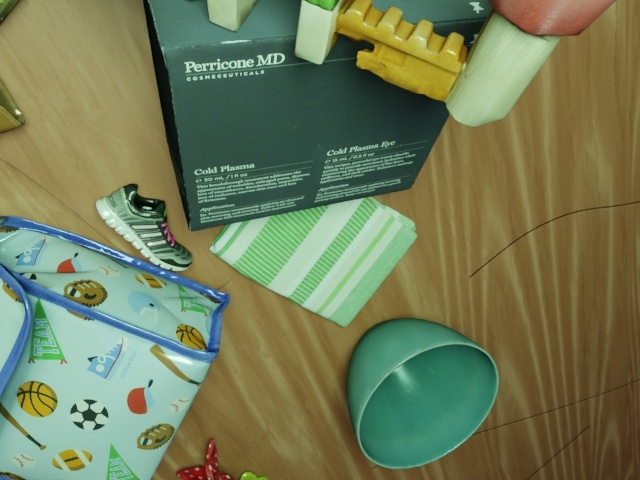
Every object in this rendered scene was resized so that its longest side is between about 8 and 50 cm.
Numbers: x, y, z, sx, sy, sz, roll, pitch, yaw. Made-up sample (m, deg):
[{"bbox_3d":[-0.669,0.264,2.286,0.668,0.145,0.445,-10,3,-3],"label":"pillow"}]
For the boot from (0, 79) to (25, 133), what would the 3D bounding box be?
[{"bbox_3d":[-0.483,-0.179,0.524,0.220,0.109,0.283,-21,144,-8],"label":"boot"}]

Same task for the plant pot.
[{"bbox_3d":[0.169,0.267,0.993,0.291,0.195,0.290,-9,117,-17],"label":"plant pot"}]

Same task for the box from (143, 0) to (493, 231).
[{"bbox_3d":[-0.020,-0.190,0.623,0.344,0.178,0.312,-12,155,-17],"label":"box"}]

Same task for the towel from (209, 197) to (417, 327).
[{"bbox_3d":[0.000,0.000,0.892,0.325,0.038,0.247,31,101,-32],"label":"towel"}]

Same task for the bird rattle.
[{"bbox_3d":[-0.156,0.515,0.994,0.143,0.207,0.253,-37,134,-23],"label":"bird rattle"}]

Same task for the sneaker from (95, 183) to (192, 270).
[{"bbox_3d":[-0.251,-0.021,0.763,0.075,0.063,0.170,-41,118,8],"label":"sneaker"}]

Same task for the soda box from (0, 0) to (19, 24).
[{"bbox_3d":[-0.423,-0.315,0.536,0.058,0.061,0.181,-37,119,19],"label":"soda box"}]

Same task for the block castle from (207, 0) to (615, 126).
[{"bbox_3d":[0.019,-0.322,0.399,0.454,0.302,0.212,23,151,3],"label":"block castle"}]

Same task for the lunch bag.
[{"bbox_3d":[-0.377,0.175,0.719,0.386,0.239,0.327,27,104,-13],"label":"lunch bag"}]
